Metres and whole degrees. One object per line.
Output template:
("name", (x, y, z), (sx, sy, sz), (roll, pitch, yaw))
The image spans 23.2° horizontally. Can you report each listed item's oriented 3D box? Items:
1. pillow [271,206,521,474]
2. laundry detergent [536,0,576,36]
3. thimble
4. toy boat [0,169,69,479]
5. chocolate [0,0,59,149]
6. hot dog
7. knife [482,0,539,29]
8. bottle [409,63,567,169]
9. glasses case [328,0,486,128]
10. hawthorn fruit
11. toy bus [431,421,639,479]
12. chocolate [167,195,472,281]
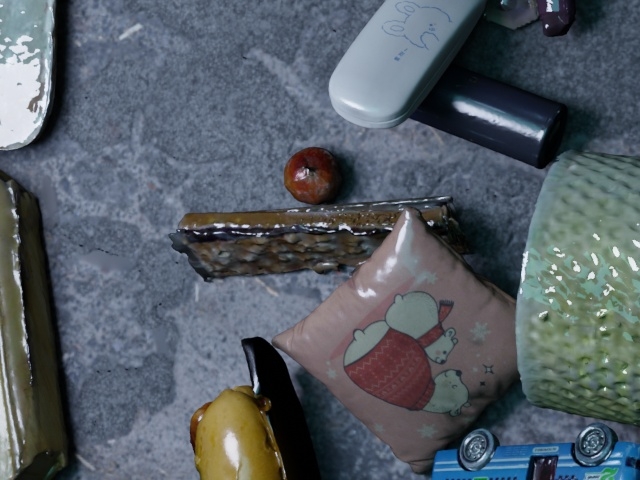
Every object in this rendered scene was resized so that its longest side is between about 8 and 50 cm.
("pillow", (0.099, 0.106, 1.622), (0.223, 0.084, 0.236), (43, 110, -7))
("laundry detergent", (0.226, -0.322, 1.611), (0.078, 0.144, 0.222), (-4, 89, 48))
("thimble", (0.294, 0.044, 1.486), (0.150, 0.271, 0.271), (8, 88, 22))
("toy boat", (-0.395, 0.099, 1.811), (0.162, 0.136, 0.445), (-12, 77, 15))
("chocolate", (-0.381, -0.231, 1.851), (0.157, 0.080, 0.254), (5, 89, 6))
("hot dog", (-0.068, 0.278, 1.635), (0.107, 0.194, 0.326), (-17, 67, 12))
("knife", (0.196, -0.407, 1.674), (0.089, 0.043, 0.365), (-5, 84, 21))
("bottle", (0.139, -0.149, 1.660), (0.244, 0.072, 0.082), (24, 136, 19))
("glasses case", (0.093, -0.205, 1.614), (0.092, 0.059, 0.233), (24, 57, 22))
("hawthorn fruit", (-0.009, -0.076, 1.691), (0.066, 0.103, 0.067), (0, 77, 1))
("toy bus", (0.226, 0.262, 1.517), (0.246, 0.113, 0.134), (-9, 55, 42))
("chocolate", (0.000, -0.007, 1.692), (0.329, 0.102, 0.065), (-3, 57, 20))
